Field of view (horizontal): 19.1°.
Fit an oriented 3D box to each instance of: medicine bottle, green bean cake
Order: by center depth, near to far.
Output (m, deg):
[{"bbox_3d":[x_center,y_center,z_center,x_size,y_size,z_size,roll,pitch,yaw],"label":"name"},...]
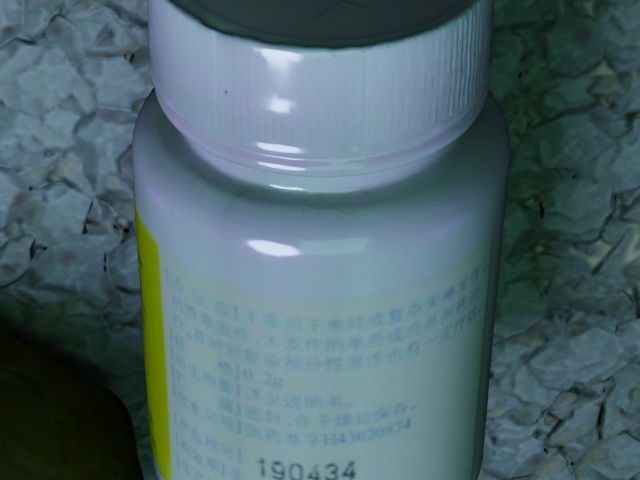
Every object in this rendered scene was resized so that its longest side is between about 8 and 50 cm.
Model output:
[{"bbox_3d":[0.000,0.000,1.101,0.213,0.213,0.378,-4,129,-7],"label":"medicine bottle"},{"bbox_3d":[-0.217,0.158,1.175,0.233,0.236,0.124,30,115,-32],"label":"green bean cake"}]
